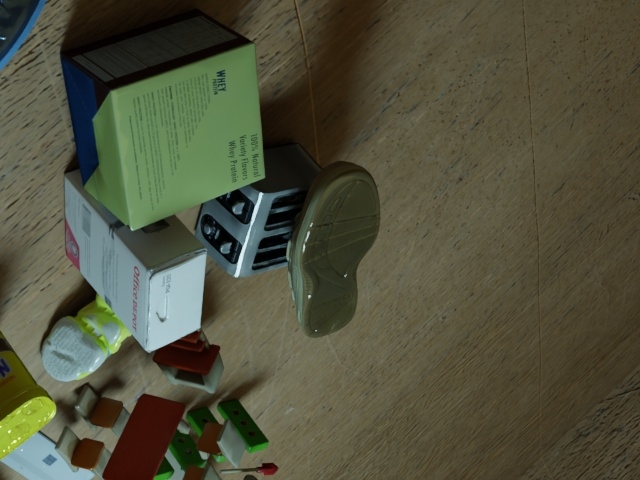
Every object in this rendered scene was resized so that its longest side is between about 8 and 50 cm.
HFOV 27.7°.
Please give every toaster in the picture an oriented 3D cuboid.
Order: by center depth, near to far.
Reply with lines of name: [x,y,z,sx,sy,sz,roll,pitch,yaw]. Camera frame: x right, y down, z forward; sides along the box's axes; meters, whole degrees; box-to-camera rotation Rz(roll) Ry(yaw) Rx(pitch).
toaster: [-0.079,-0.048,1.934,0.185,0.110,0.168,-14,138,-38]

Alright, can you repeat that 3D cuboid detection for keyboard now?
keyboard: [-0.446,0.360,2.092,0.072,0.014,0.256,-44,148,-8]

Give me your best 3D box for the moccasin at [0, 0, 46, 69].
moccasin: [-0.418,-0.205,1.370,0.342,0.138,0.117,-49,143,6]

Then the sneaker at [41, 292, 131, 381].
sneaker: [-0.303,0.119,1.899,0.240,0.091,0.126,-39,174,27]

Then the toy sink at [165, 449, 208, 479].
toy sink: [-0.241,0.483,2.321,0.131,0.153,0.234,-1,127,-47]

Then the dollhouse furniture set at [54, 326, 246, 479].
dollhouse furniture set: [-0.249,0.264,2.000,0.135,0.262,0.259,70,37,-53]

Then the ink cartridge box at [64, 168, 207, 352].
ink cartridge box: [-0.248,0.016,1.722,0.092,0.218,0.158,-23,142,-29]

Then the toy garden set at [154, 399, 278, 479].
toy garden set: [-0.192,0.384,2.211,0.244,0.204,0.049,-10,137,-40]

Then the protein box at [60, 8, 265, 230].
protein box: [-0.194,-0.155,1.631,0.201,0.136,0.200,-24,129,-27]

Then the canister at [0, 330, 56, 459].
canister: [-0.453,0.200,1.754,0.126,0.170,0.073,-39,147,-8]

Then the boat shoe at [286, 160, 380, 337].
boat shoe: [0.000,0.000,1.872,0.121,0.110,0.341,-13,142,-22]
